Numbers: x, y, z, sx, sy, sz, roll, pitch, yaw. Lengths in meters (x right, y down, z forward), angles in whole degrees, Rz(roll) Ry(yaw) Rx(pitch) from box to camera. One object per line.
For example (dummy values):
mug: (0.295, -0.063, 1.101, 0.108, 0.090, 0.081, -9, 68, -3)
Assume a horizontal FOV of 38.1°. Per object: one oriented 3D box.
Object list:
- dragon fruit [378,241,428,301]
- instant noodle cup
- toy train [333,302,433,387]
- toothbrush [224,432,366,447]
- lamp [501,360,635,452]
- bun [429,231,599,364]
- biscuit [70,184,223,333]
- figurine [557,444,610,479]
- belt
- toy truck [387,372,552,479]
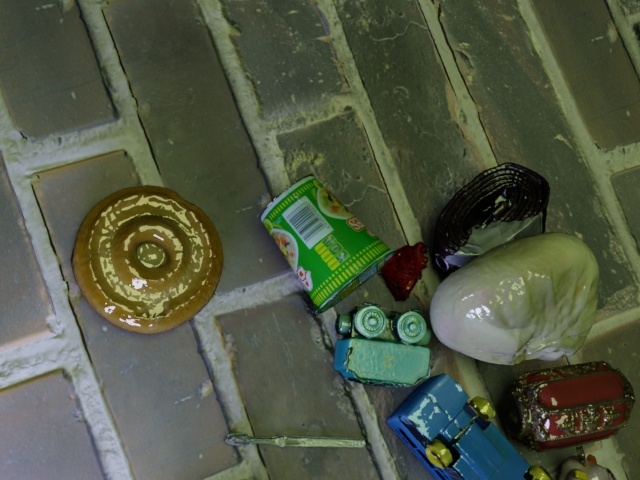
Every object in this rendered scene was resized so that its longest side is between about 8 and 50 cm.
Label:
dragon fruit: (0.195, 0.058, 1.973, 0.131, 0.063, 0.097, -37, 89, -21)
instant noodle cup: (0.000, 0.000, 1.871, 0.207, 0.207, 0.232, -37, 82, -21)
toy train: (0.127, 0.217, 1.893, 0.203, 0.112, 0.162, 9, 81, -13)
toothbrush: (-0.046, 0.399, 1.841, 0.294, 0.028, 0.026, 6, 76, -20)
lamp: (0.517, 0.346, 1.937, 0.274, 0.177, 0.177, -8, 79, -18)
bun: (0.407, 0.140, 1.864, 0.361, 0.361, 0.213, -10, 54, -18)
biscuit: (-0.334, 0.033, 1.808, 0.297, 0.102, 0.296, 4, 73, -14)
figurine: (0.564, 0.536, 1.943, 0.137, 0.112, 0.229, -23, 91, -48)
belt: (0.365, -0.027, 1.996, 0.289, 0.164, 0.184, -38, 62, -19)
toy truck: (0.316, 0.449, 1.860, 0.161, 0.162, 0.385, -43, 92, -21)
